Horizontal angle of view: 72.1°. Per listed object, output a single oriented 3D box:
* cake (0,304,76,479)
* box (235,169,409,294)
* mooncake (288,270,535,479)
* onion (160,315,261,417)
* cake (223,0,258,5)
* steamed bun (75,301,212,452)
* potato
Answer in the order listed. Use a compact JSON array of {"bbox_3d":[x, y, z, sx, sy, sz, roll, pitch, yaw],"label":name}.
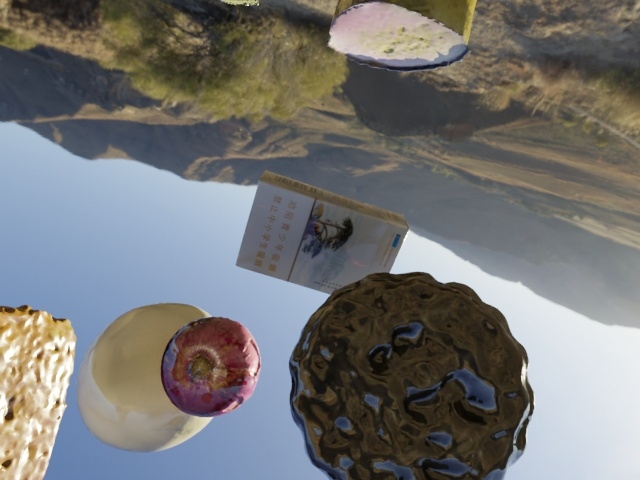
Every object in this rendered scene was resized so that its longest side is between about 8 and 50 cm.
[{"bbox_3d":[-0.467,0.172,0.507,0.293,0.198,0.196,-3,164,22],"label":"cake"},{"bbox_3d":[0.001,0.000,0.684,0.233,0.149,0.067,18,-155,-5],"label":"box"},{"bbox_3d":[0.080,0.142,0.417,0.228,0.228,0.124,24,162,17],"label":"mooncake"},{"bbox_3d":[-0.196,0.225,0.789,0.178,0.177,0.153,21,145,-1],"label":"onion"},{"bbox_3d":[-0.081,-0.345,0.504,0.055,0.139,0.051,19,-175,6],"label":"cake"},{"bbox_3d":[-0.353,0.279,0.945,0.325,0.324,0.206,25,150,22],"label":"steamed bun"},{"bbox_3d":[0.151,-0.425,0.688,0.230,0.265,0.229,14,175,1],"label":"potato"}]
